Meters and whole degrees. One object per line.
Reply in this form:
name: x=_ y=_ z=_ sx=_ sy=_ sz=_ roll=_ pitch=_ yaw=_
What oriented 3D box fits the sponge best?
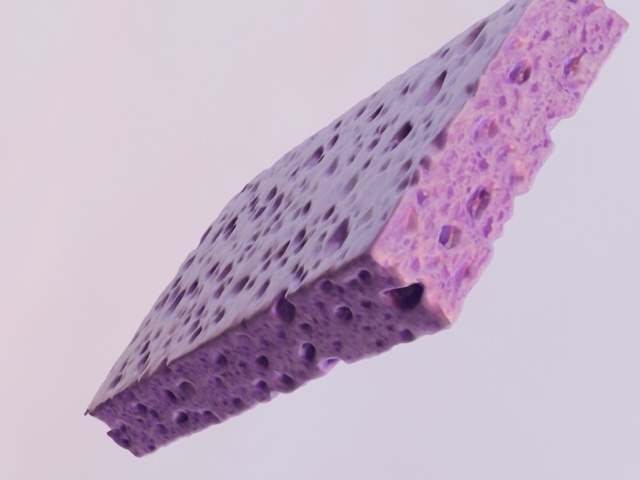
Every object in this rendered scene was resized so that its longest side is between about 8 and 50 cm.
sponge: x=0.000 y=0.000 z=0.464 sx=0.031 sy=0.117 sz=0.210 roll=40 pitch=-31 yaw=-12
